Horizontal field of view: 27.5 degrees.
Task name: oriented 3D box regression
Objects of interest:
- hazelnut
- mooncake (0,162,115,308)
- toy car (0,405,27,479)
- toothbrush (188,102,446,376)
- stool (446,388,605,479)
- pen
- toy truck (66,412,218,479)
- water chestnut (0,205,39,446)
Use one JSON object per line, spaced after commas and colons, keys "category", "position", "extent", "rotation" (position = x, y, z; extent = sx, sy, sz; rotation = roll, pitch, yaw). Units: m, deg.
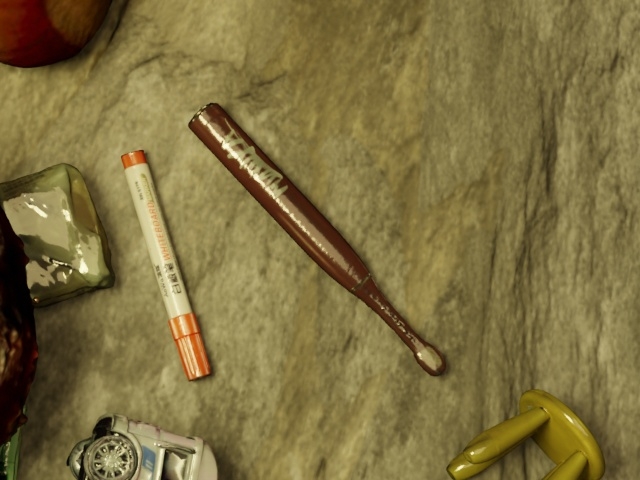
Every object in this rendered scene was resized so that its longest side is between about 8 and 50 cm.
{"category": "hazelnut", "position": [-0.277, -0.274, 1.282], "extent": [0.170, 0.160, 0.201], "rotation": [35, 35, -14]}
{"category": "mooncake", "position": [-0.269, -0.001, 1.249], "extent": [0.125, 0.073, 0.129], "rotation": [-14, 82, -13]}
{"category": "toy car", "position": [-0.316, 0.213, 1.198], "extent": [0.093, 0.058, 0.186], "rotation": [6, 75, -11]}
{"category": "toothbrush", "position": [0.000, 0.000, 1.323], "extent": [0.041, 0.041, 0.364], "rotation": [-43, 89, -17]}
{"category": "stool", "position": [0.201, 0.219, 1.273], "extent": [0.110, 0.135, 0.134], "rotation": [-37, 122, -17]}
{"category": "pen", "position": [-0.153, 0.024, 1.291], "extent": [0.028, 0.028, 0.239], "rotation": [-15, 80, -15]}
{"category": "toy truck", "position": [-0.162, 0.298, 1.178], "extent": [0.155, 0.124, 0.267], "rotation": [13, 77, -16]}
{"category": "water chestnut", "position": [-0.405, 0.073, 1.064], "extent": [0.351, 0.302, 0.350], "rotation": [-3, 79, 14]}
